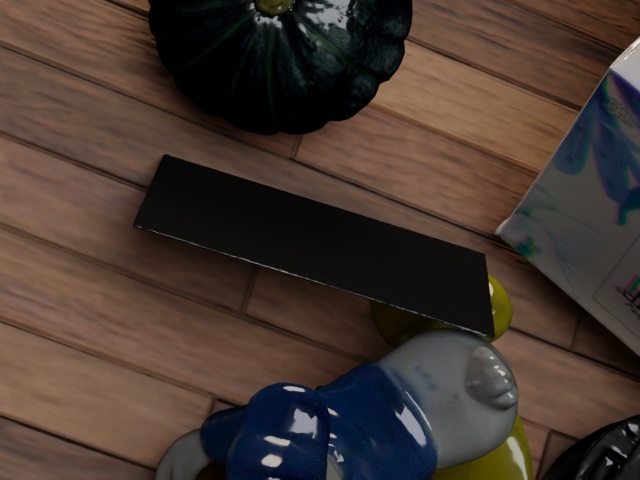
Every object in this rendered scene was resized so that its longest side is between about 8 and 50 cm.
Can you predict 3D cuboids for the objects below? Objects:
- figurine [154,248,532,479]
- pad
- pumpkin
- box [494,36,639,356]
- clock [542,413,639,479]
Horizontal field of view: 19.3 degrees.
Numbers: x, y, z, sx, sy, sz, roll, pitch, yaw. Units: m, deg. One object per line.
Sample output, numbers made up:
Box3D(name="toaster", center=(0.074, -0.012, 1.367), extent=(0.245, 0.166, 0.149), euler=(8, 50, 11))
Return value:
Box3D(name="figurine", center=(-0.011, 0.136, 1.213), extent=(0.284, 0.338, 0.204), euler=(-31, 80, 13))
Box3D(name="pad", center=(0.000, 0.000, 1.283), extent=(0.246, 0.170, 0.006), euler=(17, 109, -4))
Box3D(name="pumpkin", center=(-0.030, -0.168, 1.323), extent=(0.194, 0.150, 0.194), euler=(2, 75, -6))
Box3D(name="box", center=(0.290, 0.000, 1.316), extent=(0.274, 0.203, 0.116), euler=(42, 53, 10))
Box3D(name="clock", center=(0.224, 0.307, 1.316), extent=(0.276, 0.120, 0.379), euler=(36, 69, -3))
